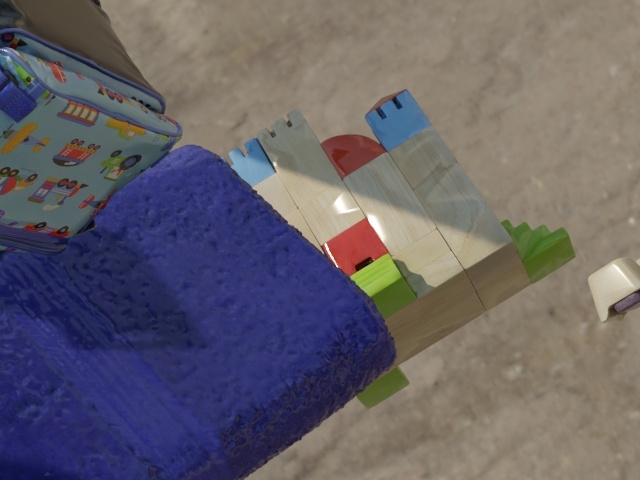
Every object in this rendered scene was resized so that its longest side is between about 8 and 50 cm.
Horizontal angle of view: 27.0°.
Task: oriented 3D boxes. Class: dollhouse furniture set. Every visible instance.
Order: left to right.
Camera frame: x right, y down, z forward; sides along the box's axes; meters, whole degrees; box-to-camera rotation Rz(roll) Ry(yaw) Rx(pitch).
[{"bbox_3d":[0.191,0.021,0.557,0.114,0.091,0.081,-37,72,31],"label":"dollhouse furniture set"}]

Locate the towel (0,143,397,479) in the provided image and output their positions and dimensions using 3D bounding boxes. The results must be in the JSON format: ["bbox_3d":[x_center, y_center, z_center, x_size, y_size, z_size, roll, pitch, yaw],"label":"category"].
[{"bbox_3d":[-0.129,0.080,0.833,0.308,0.076,0.228,-33,66,-32],"label":"towel"}]

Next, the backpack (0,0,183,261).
[{"bbox_3d":[-0.175,-0.044,0.616,0.173,0.158,0.117,-39,68,12],"label":"backpack"}]

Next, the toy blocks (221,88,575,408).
[{"bbox_3d":[0.000,0.000,1.236,0.381,0.190,0.261,-32,59,3],"label":"toy blocks"}]
